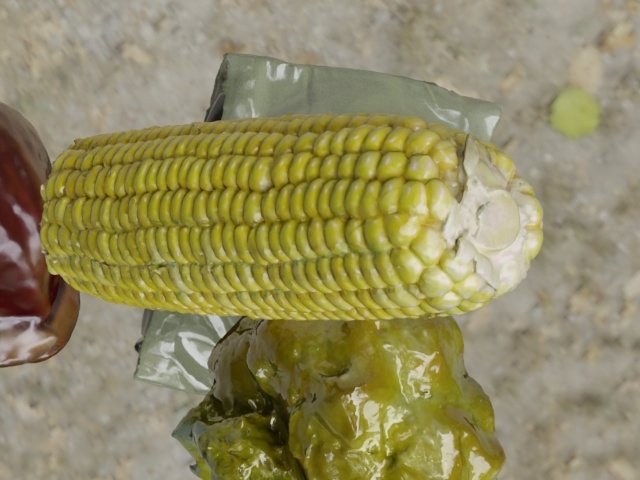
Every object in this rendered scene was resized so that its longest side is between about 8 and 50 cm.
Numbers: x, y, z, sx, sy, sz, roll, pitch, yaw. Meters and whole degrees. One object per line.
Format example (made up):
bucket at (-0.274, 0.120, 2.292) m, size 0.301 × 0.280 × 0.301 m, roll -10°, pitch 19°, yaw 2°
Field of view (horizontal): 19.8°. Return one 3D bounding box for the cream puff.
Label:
cream puff at (0.001, 0.155, 1.291) m, size 0.185 × 0.282 × 0.282 m, roll -14°, pitch 126°, yaw -31°

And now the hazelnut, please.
hazelnut at (-0.211, -0.012, 1.043) m, size 0.201 × 0.160 × 0.170 m, roll -1°, pitch 90°, yaw -58°

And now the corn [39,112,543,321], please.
corn at (-0.023, -0.009, 0.721) m, size 0.081 × 0.248 × 0.081 m, roll -1°, pitch 92°, yaw -44°

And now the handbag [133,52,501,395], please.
handbag at (-0.005, 0.003, 1.534) m, size 0.253 × 0.109 × 0.316 m, roll 16°, pitch 91°, yaw -6°
